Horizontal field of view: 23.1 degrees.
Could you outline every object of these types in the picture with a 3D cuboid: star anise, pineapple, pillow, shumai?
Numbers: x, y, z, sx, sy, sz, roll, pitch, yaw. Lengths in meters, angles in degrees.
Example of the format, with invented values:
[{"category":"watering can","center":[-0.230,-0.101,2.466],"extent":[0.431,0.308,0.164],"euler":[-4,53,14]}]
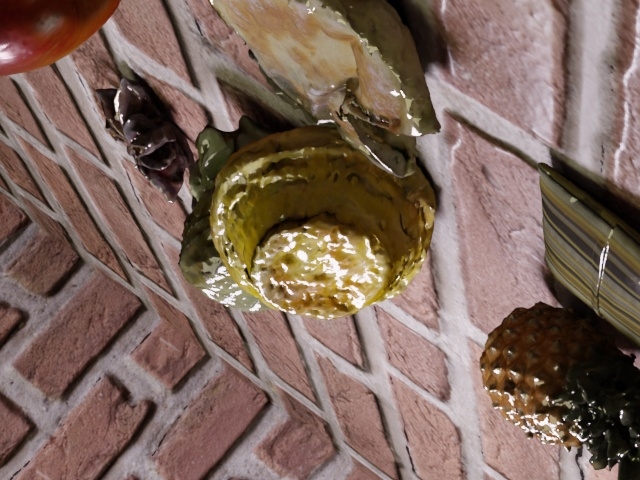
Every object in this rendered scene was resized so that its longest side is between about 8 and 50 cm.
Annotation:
[{"category":"star anise","center":[-0.249,-0.145,2.338],"extent":[0.231,0.089,0.209],"euler":[53,174,-20]},{"category":"pineapple","center":[0.297,0.168,1.682],"extent":[0.169,0.169,0.340],"euler":[46,174,-18]},{"category":"pillow","center":[0.297,0.035,1.566],"extent":[0.208,0.052,0.212],"euler":[40,166,26]},{"category":"shumai","center":[-0.071,-0.046,2.025],"extent":[0.189,0.256,0.218],"euler":[31,-146,-59]}]

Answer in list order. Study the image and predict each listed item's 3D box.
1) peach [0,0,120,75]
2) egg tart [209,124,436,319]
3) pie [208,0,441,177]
[{"category":"peach","center":[-0.319,-0.351,1.481],"extent":[0.406,0.310,0.335],"euler":[52,160,27]},{"category":"egg tart","center":[0.000,0.000,1.827],"extent":[0.294,0.123,0.294],"euler":[2,136,2]},{"category":"pie","center":[0.004,-0.197,1.608],"extent":[0.337,0.075,0.337],"euler":[42,166,13]}]
